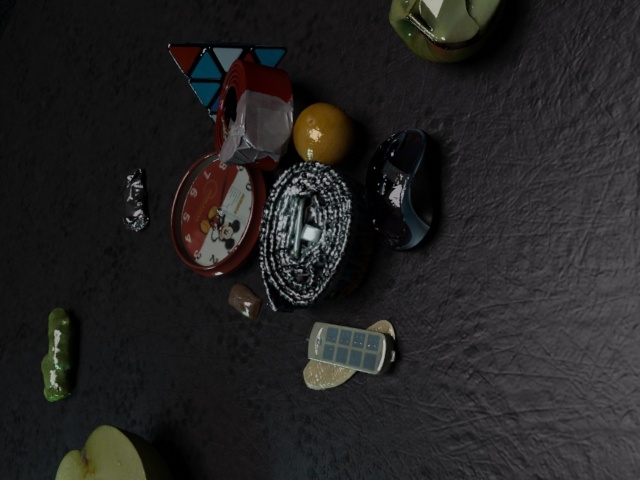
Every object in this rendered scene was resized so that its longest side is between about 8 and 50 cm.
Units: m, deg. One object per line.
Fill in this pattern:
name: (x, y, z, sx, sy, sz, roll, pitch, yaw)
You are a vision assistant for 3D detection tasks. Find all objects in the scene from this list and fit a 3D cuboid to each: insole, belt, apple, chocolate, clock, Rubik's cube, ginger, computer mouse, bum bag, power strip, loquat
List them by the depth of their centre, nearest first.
apple: (0.229, -0.417, 1.148, 0.188, 0.174, 0.207, -51, 48, -1)
computer mouse: (0.144, -0.096, 1.214, 0.137, 0.096, 0.233, -4, 81, 43)
power strip: (0.049, 0.207, 1.273, 0.227, 0.029, 0.079, 3, 80, 44)
insole: (0.054, 0.231, 1.293, 0.248, 0.011, 0.081, -37, 58, 32)
belt: (0.000, 0.000, 1.293, 0.207, 0.160, 0.294, 1, 84, 25)
loquat: (0.010, -0.212, 1.332, 0.141, 0.141, 0.141, -10, 75, 42)
belt: (-0.150, -0.273, 1.428, 0.324, 0.115, 0.227, -125, 46, -61)
chocolate: (-0.182, 0.143, 1.516, 0.101, 0.031, 0.064, 35, 110, 40)
apple: (-0.501, 0.632, 1.552, 0.311, 0.320, 0.360, 91, 157, -48)
clock: (-0.241, -0.067, 1.579, 0.319, 0.080, 0.318, -11, 72, 37)
Rubik's cube: (-0.260, -0.366, 1.605, 0.284, 0.250, 0.234, 19, 114, 39)
bum bag: (-0.542, -0.118, 1.888, 0.087, 0.049, 0.197, -23, 66, 33)
ginger: (-0.817, 0.355, 2.030, 0.137, 0.089, 0.289, -8, 80, 61)
